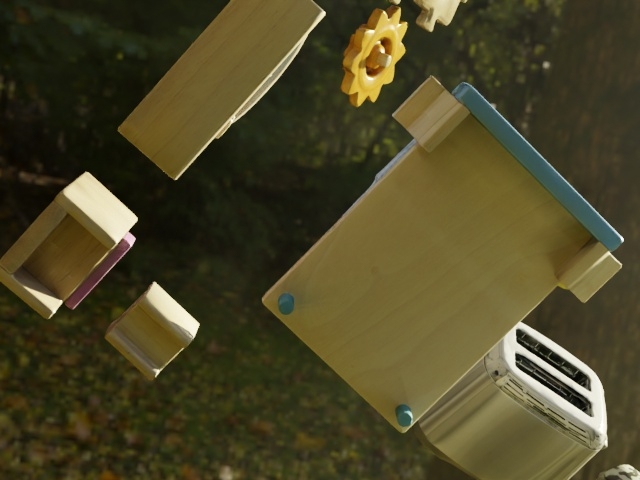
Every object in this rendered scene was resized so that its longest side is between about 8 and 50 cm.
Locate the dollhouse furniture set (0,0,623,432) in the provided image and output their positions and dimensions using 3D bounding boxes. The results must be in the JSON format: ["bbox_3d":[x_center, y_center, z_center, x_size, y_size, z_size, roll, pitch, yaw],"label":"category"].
[{"bbox_3d":[0.000,0.000,0.861,0.303,0.286,0.198,42,8,-7],"label":"dollhouse furniture set"}]

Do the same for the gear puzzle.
[{"bbox_3d":[0.093,-0.267,1.031,0.044,0.338,0.175,25,4,25],"label":"gear puzzle"}]

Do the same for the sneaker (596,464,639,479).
[{"bbox_3d":[0.086,0.278,0.627,0.182,0.410,0.158,41,-17,23],"label":"sneaker"}]

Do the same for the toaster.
[{"bbox_3d":[0.208,0.183,1.382,0.227,0.146,0.129,34,33,-14],"label":"toaster"}]
